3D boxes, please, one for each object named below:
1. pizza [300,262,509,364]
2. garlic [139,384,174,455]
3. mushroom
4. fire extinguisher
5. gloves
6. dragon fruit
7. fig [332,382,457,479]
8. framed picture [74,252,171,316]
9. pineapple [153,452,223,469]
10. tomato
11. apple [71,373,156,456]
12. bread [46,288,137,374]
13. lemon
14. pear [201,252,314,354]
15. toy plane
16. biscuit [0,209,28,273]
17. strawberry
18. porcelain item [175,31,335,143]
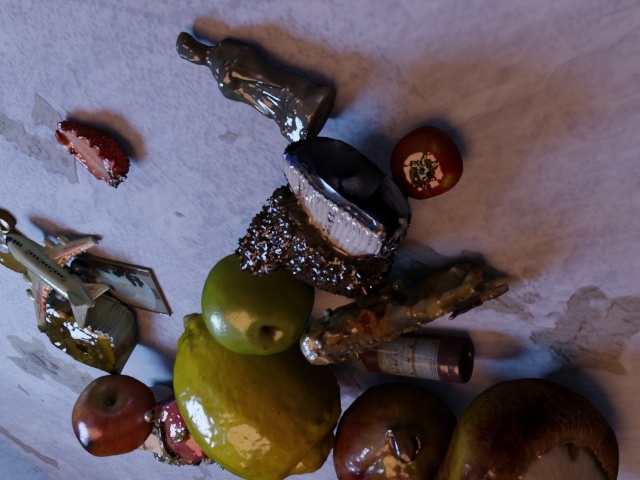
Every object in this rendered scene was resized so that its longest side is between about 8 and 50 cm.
[{"bbox_3d":[0.085,0.102,0.907,0.288,0.251,0.074,-24,88,39],"label":"pizza"},{"bbox_3d":[-0.400,0.420,1.613,0.229,0.178,0.142,-5,99,13],"label":"garlic"},{"bbox_3d":[0.309,0.382,0.966,0.259,0.345,0.345,47,164,53],"label":"mushroom"},{"bbox_3d":[0.128,0.171,1.073,0.231,0.071,0.099,3,105,32],"label":"fire extinguisher"},{"bbox_3d":[0.000,-0.007,0.874,0.210,0.135,0.312,21,155,5],"label":"gloves"},{"bbox_3d":[-0.266,0.366,1.415,0.147,0.211,0.282,54,154,-9],"label":"dragon fruit"},{"bbox_3d":[0.138,0.361,1.152,0.224,0.224,0.263,29,132,3],"label":"fig"},{"bbox_3d":[-0.412,0.091,1.368,0.201,0.010,0.136,11,136,24],"label":"framed picture"},{"bbox_3d":[-0.308,0.533,1.696,0.251,0.125,0.125,1,132,21],"label":"pineapple"},{"bbox_3d":[0.127,-0.094,0.789,0.087,0.075,0.087,10,116,21],"label":"tomato"},{"bbox_3d":[-0.452,0.388,1.453,0.199,0.199,0.199,17,138,16],"label":"apple"},{"bbox_3d":[-0.507,0.196,1.449,0.192,0.109,0.210,25,143,5],"label":"bread"},{"bbox_3d":[-0.118,0.271,1.168,0.316,0.285,0.285,12,137,22],"label":"lemon"},{"bbox_3d":[-0.104,0.085,1.064,0.180,0.216,0.166,-19,118,-7],"label":"pear"},{"bbox_3d":[-0.535,0.063,1.323,0.244,0.092,0.229,38,102,16],"label":"toy plane"},{"bbox_3d":[-0.706,-0.015,1.426,0.180,0.039,0.236,-10,127,37],"label":"biscuit"},{"bbox_3d":[-0.364,-0.146,1.067,0.152,0.048,0.104,42,148,9],"label":"strawberry"},{"bbox_3d":[-0.090,-0.203,0.825,0.216,0.069,0.081,32,145,7],"label":"porcelain item"}]
